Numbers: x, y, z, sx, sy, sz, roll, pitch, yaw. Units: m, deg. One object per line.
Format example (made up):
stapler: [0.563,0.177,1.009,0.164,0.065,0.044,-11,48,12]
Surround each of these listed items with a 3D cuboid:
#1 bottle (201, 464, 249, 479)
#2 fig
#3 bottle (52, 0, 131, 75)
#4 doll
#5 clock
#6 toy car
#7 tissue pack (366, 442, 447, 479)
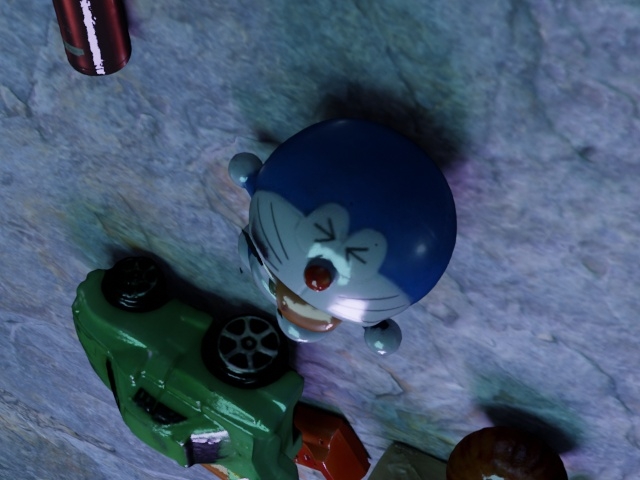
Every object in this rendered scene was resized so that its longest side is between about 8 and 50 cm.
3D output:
bottle: [-0.151,0.309,1.657,0.187,0.069,0.069,35,152,-6]
fig: [0.204,0.255,1.166,0.150,0.128,0.128,17,165,-37]
bottle: [-0.185,-0.204,0.890,0.060,0.060,0.164,25,151,15]
doll: [0.000,0.000,0.917,0.215,0.161,0.257,48,154,4]
clock: [-0.026,0.262,1.464,0.155,0.061,0.113,13,147,37]
toy car: [-0.148,0.177,1.329,0.359,0.176,0.213,27,151,13]
tissue pack: [0.114,0.383,1.404,0.125,0.159,0.234,19,149,25]
